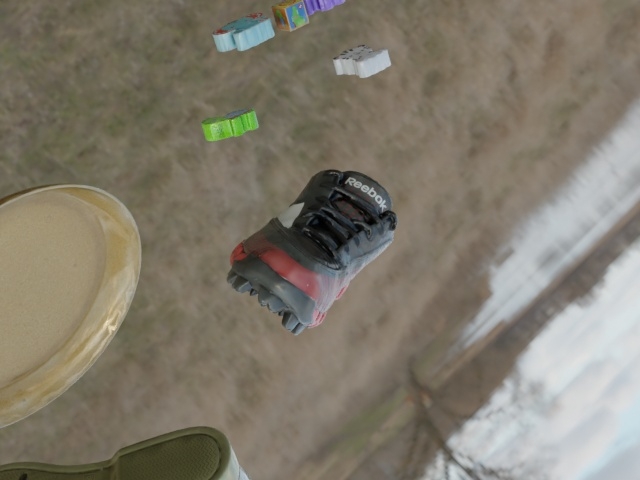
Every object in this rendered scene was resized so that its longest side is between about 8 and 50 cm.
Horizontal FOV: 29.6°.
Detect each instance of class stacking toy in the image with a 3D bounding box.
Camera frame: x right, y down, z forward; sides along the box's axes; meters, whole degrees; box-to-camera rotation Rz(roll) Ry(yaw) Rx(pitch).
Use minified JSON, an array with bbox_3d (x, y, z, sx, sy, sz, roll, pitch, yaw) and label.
[{"bbox_3d":[-0.041,-0.205,1.101,0.221,0.166,0.052,-29,-153,-28],"label":"stacking toy"}]

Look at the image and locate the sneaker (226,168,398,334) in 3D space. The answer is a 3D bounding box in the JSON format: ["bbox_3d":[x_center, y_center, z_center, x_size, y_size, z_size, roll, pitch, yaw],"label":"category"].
[{"bbox_3d":[0.000,0.000,1.064,0.135,0.098,0.276,-50,177,11],"label":"sneaker"}]

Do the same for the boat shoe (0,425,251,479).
[{"bbox_3d":[-0.200,0.244,1.000,0.302,0.103,0.113,-13,-142,12],"label":"boat shoe"}]

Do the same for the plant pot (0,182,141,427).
[{"bbox_3d":[-0.247,0.052,0.980,0.236,0.032,0.236,-36,146,-29],"label":"plant pot"}]
